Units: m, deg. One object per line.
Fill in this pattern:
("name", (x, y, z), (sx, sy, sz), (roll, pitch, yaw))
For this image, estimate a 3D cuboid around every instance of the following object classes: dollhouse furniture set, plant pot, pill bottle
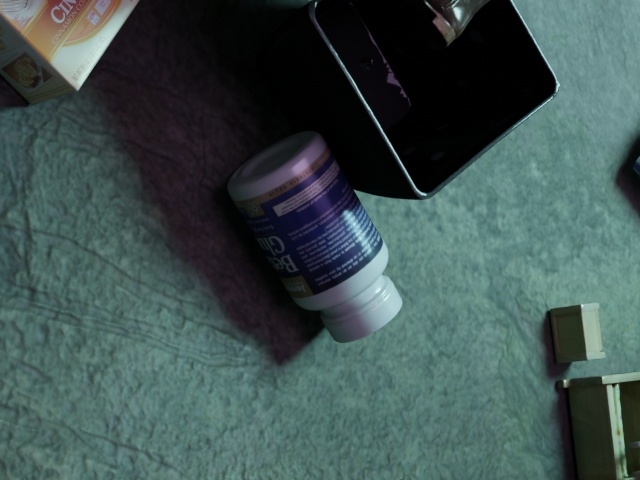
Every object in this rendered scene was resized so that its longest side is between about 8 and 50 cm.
("dollhouse furniture set", (0.326, 0.146, 1.828), (0.101, 0.161, 0.182), (-2, 84, -43))
("plant pot", (0.055, -0.148, 1.615), (0.187, 0.167, 0.188), (-39, 105, -30))
("pill bottle", (0.000, 0.000, 1.600), (0.094, 0.094, 0.169), (-45, 112, -38))

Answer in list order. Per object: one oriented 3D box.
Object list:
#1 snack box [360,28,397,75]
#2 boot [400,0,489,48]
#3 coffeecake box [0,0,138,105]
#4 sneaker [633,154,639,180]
("snack box", (0.071, -0.237, 1.760), (0.064, 0.022, 0.178), (19, 70, -37))
("boot", (0.109, -0.230, 1.539), (0.114, 0.037, 0.106), (-46, 121, -24))
("coffeecake box", (-0.233, -0.221, 1.445), (0.185, 0.068, 0.142), (46, 55, -26))
("sneaker", (0.459, -0.157, 2.040), (0.315, 0.182, 0.127), (-43, 112, -7))
